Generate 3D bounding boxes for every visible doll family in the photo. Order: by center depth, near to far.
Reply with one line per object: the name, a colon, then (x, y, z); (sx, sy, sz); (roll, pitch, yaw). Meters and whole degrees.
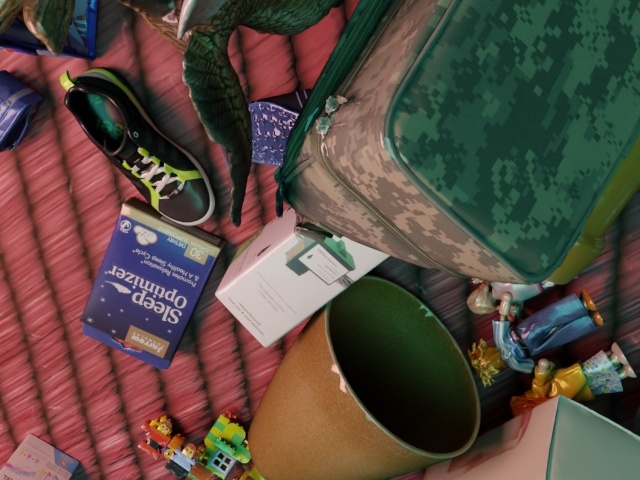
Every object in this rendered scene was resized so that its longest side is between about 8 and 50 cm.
doll family: (0.276, 0.140, 0.869); (0.163, 0.118, 0.263); (-30, 106, 16)

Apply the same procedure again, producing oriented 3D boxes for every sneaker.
sneaker: (0.003, -0.138, 0.817); (0.232, 0.090, 0.082); (2, 114, 28)
sneaker: (-0.223, -0.101, 0.836); (0.084, 0.097, 0.235); (-37, 104, 18)

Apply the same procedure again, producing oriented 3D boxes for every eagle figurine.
eagle figurine: (-0.080, -0.161, 0.539); (0.226, 0.225, 0.298); (-27, 146, 25)

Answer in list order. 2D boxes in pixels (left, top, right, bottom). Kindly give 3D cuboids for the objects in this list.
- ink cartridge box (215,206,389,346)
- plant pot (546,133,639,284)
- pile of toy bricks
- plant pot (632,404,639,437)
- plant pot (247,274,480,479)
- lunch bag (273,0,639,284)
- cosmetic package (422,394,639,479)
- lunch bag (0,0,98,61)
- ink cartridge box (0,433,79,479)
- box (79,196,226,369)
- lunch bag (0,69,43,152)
ink cartridge box: (0.000, 0.000, 0.821); (0.219, 0.160, 0.093); (-39, 103, 17)
plant pot: (0.251, -0.092, 0.727); (0.205, 0.205, 0.188); (37, 115, -9)
pile of toy bricks: (-0.145, 0.291, 0.989); (0.212, 0.118, 0.105); (34, 78, 2)
plant pot: (0.492, 0.262, 0.836); (0.195, 0.290, 0.290); (-8, 113, 40)
plant pot: (0.027, 0.210, 0.885); (0.237, 0.237, 0.254); (39, 125, -10)
lunch bag: (0.107, -0.126, 0.602); (0.212, 0.256, 0.305); (34, 78, -23)
cosmetic package: (0.252, 0.320, 0.868); (0.153, 0.129, 0.296); (30, 142, -7)
lunch bag: (-0.373, -0.249, 0.688); (0.220, 0.293, 0.138); (14, 112, 0)
ink cartridge box: (-0.432, 0.372, 1.015); (0.092, 0.143, 0.090); (33, 111, -8)
box: (-0.231, 0.070, 0.938); (0.136, 0.036, 0.225); (25, 113, -4)
lunch bag: (-0.386, -0.148, 0.850); (0.065, 0.067, 0.098); (38, 111, -9)
